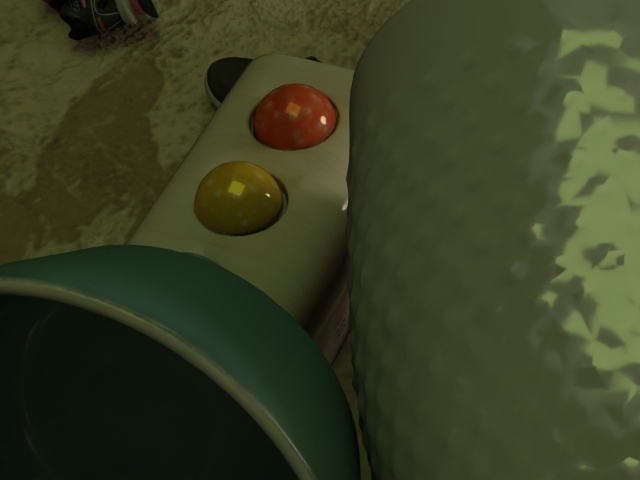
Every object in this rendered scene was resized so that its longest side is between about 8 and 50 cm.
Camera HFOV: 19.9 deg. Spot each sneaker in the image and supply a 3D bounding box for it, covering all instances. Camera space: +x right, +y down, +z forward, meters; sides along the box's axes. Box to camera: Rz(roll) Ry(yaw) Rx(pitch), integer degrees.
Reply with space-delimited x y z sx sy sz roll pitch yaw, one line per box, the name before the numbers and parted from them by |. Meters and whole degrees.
sneaker | -0.014 -0.111 1.291 0.158 0.065 0.061 20 52 24
sneaker | -0.193 -0.220 1.419 0.077 0.072 0.178 -26 42 -4

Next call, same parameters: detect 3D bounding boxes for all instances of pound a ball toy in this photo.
pound a ball toy | 0.000 0.000 1.134 0.208 0.136 0.319 15 50 20

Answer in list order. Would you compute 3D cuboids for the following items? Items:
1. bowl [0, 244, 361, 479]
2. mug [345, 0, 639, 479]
bowl | -0.103 0.127 0.944 0.311 0.311 0.163 10 27 16
mug | 0.195 0.050 0.925 0.374 0.276 0.328 -11 58 21
